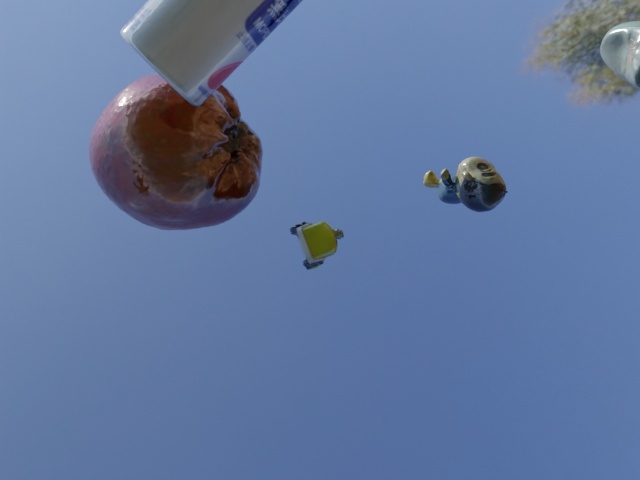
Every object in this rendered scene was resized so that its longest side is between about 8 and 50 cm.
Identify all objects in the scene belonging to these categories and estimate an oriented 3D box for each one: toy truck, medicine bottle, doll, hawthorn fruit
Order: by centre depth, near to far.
[{"bbox_3d":[-0.079,-0.327,0.803,0.130,0.130,0.341,44,-88,-10],"label":"medicine bottle"},{"bbox_3d":[0.000,0.000,1.065,0.076,0.111,0.076,-22,-91,3],"label":"toy truck"},{"bbox_3d":[-0.231,-0.139,1.081,0.284,0.284,0.284,8,-108,-26],"label":"hawthorn fruit"},{"bbox_3d":[0.247,-0.098,1.112,0.102,0.179,0.089,7,-79,-31],"label":"doll"}]

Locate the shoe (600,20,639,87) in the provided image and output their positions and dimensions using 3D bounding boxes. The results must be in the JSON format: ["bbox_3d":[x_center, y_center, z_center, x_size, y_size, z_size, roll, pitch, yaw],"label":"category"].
[{"bbox_3d":[0.459,-0.253,0.923,0.078,0.195,0.079,-47,-61,-11],"label":"shoe"}]
